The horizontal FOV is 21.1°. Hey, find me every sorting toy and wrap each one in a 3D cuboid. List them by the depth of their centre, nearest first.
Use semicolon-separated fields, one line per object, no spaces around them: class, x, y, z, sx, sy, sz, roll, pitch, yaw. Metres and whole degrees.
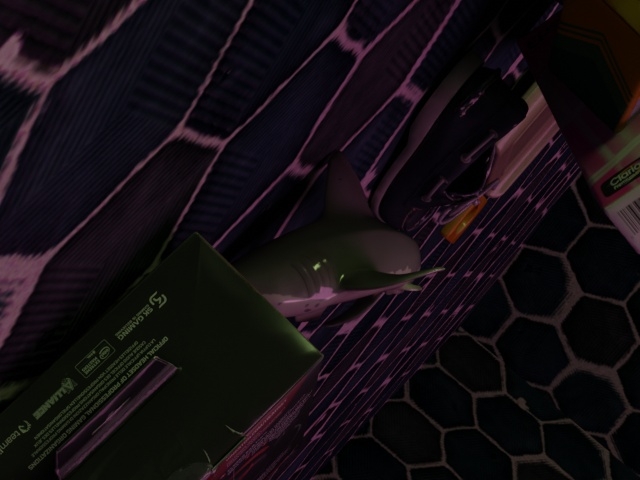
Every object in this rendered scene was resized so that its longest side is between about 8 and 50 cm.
sorting toy;0.230;-0.145;1.868;0.348;0.047;0.196;-49;167;-9

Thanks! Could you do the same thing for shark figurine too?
shark figurine;0.024;-0.005;1.250;0.166;0.116;0.278;-17;175;22

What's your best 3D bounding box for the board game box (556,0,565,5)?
board game box;0.234;-0.253;1.491;0.090;0.020;0.090;-48;172;-2

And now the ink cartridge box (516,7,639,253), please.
ink cartridge box;0.271;-0.152;1.432;0.175;0.069;0.371;-36;-150;14

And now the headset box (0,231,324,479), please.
headset box;-0.113;0.133;1.036;0.218;0.110;0.293;-44;170;-14

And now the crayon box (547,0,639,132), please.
crayon box;0.262;-0.198;1.182;0.203;0.083;0.323;-44;173;-2

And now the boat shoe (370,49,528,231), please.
boat shoe;0.113;-0.067;1.472;0.095;0.079;0.254;-45;170;-32
